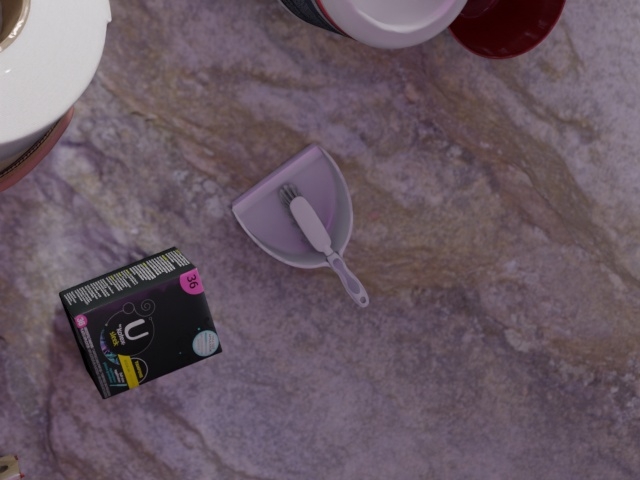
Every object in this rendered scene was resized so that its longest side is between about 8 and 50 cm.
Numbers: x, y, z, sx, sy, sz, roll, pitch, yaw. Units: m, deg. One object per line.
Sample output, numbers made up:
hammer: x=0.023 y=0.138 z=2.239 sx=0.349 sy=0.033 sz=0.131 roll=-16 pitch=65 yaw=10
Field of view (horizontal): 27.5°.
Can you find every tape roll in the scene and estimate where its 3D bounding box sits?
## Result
tape roll: x=-0.405 y=-0.258 z=1.333 sx=0.392 sy=0.072 sz=0.392 roll=14 pitch=64 yaw=-30

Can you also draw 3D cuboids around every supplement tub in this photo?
supplement tub: x=0.042 y=-0.330 z=1.496 sx=0.191 sy=0.272 sz=0.191 roll=-6 pitch=108 yaw=-20

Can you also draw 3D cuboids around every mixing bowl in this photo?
mixing bowl: x=0.212 y=-0.327 z=1.664 sx=0.181 sy=0.098 sz=0.181 roll=-6 pitch=107 yaw=-20

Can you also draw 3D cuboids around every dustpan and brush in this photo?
dustpan and brush: x=0.000 y=0.000 z=1.699 sx=0.147 sy=0.060 sz=0.211 roll=-37 pitch=116 yaw=-8

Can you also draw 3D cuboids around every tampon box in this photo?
tampon box: x=-0.222 y=0.100 z=1.617 sx=0.161 sy=0.101 sz=0.120 roll=-22 pitch=114 yaw=-15

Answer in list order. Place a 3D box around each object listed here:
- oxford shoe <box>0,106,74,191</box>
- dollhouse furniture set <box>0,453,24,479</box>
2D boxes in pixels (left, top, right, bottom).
oxford shoe: x=-0.421 y=-0.112 z=1.379 sx=0.397 sy=0.140 sz=0.147 roll=-38 pitch=134 yaw=-42
dollhouse furniture set: x=-0.423 y=0.266 z=1.541 sx=0.129 sy=0.183 sz=0.129 roll=-19 pitch=112 yaw=-16
